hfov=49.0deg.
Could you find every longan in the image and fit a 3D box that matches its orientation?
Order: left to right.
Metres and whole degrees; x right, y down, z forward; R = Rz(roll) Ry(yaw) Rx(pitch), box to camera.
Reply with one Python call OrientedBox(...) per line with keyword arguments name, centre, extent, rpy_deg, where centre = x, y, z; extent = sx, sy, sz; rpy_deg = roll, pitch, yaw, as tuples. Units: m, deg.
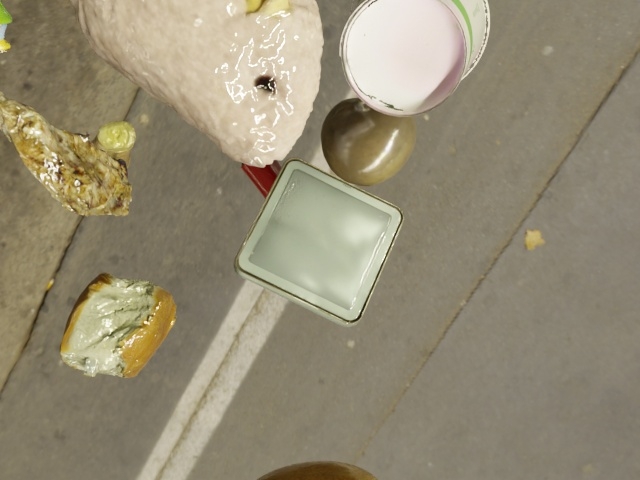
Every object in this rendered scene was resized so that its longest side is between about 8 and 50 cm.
OrientedBox(name="longan", centre=(0.090, -0.188, 1.315), extent=(0.189, 0.189, 0.189), rpy_deg=(-2, 112, -4))

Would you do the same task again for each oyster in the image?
OrientedBox(name="oyster", centre=(-0.488, -0.147, 1.388), extent=(0.111, 0.204, 0.396), rpy_deg=(-39, 154, 7))

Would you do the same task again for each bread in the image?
OrientedBox(name="bread", centre=(-0.531, 0.226, 1.820), extent=(0.224, 0.250, 0.279), rpy_deg=(26, 75, 6))

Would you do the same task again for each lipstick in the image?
OrientedBox(name="lipstick", centre=(-0.078, -0.091, 1.544), extent=(0.080, 0.080, 0.241), rpy_deg=(-34, 94, 10))

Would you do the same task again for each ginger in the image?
OrientedBox(name="ginger", centre=(-0.555, -0.216, 1.821), extent=(0.116, 0.109, 0.263), rpy_deg=(46, 142, -8))

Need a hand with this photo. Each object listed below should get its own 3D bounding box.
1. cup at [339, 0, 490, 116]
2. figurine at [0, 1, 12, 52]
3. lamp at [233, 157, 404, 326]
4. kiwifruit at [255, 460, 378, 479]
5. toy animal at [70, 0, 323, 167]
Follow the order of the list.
OrientedBox(name="cup", centre=(0.147, -0.326, 1.144), extent=(0.252, 0.274, 0.253), rpy_deg=(6, 118, 11))
OrientedBox(name="figurine", centre=(-0.706, -0.522, 1.445), extent=(0.143, 0.162, 0.264), rpy_deg=(-17, 123, -20))
OrientedBox(name="lamp", centre=(0.000, 0.000, 1.366), extent=(0.268, 0.047, 0.267), rpy_deg=(26, 68, -1))
OrientedBox(name="kiwifruit", centre=(-0.014, 0.393, 0.919), extent=(0.233, 0.196, 0.196), rpy_deg=(-13, 113, 9))
OrientedBox(name="toy animal", centre=(-0.137, -0.262, 0.773), extent=(0.358, 0.188, 0.226), rpy_deg=(36, 114, -7))
